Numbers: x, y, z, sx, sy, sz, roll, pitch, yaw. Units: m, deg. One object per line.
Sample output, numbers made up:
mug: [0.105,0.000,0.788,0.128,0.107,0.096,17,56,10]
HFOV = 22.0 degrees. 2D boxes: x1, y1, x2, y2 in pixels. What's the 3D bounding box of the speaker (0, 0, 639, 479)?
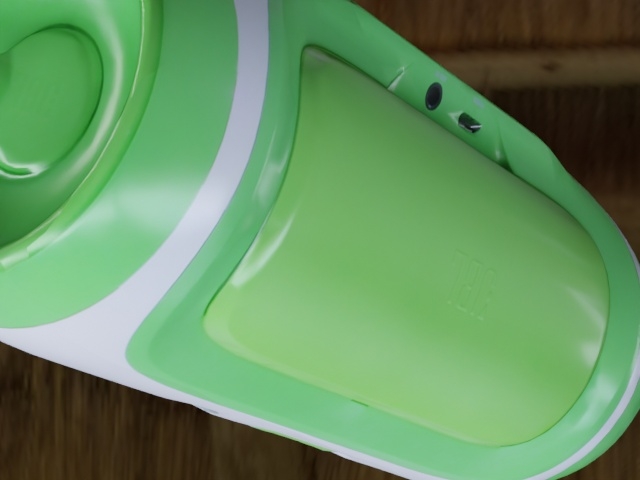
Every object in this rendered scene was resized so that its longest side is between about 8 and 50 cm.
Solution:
speaker: [0.000,0.000,0.527,0.131,0.296,0.131,-13,-114,31]
